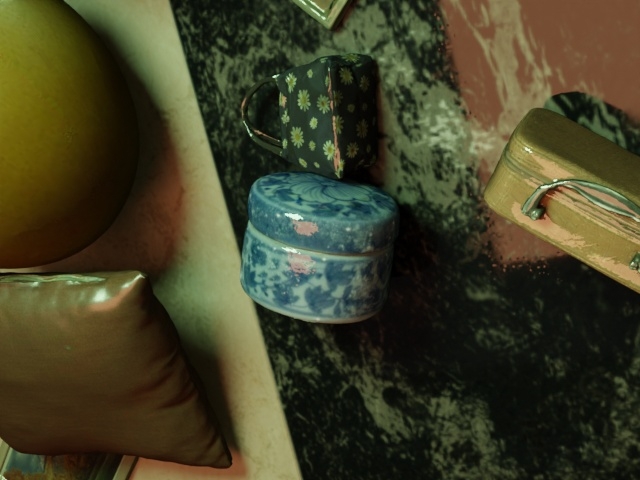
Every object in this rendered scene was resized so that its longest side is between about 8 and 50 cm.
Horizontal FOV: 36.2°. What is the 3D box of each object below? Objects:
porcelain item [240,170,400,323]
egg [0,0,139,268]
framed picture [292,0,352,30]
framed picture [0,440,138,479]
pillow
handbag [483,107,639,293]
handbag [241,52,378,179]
[{"bbox_3d":[0.000,0.000,0.935,0.147,0.147,0.114,16,110,21],"label":"porcelain item"},{"bbox_3d":[-0.344,-0.130,0.977,0.351,0.282,0.282,44,120,-10],"label":"egg"},{"bbox_3d":[0.004,-0.365,0.893,0.209,0.019,0.281,41,119,9],"label":"framed picture"},{"bbox_3d":[-0.322,0.267,1.250,0.184,0.016,0.250,34,117,12],"label":"framed picture"},{"bbox_3d":[-0.271,0.144,1.080,0.308,0.108,0.305,-2,132,21],"label":"pillow"},{"bbox_3d":[0.234,-0.032,0.809,0.193,0.151,0.072,33,119,15],"label":"handbag"},{"bbox_3d":[-0.021,-0.121,0.952,0.139,0.072,0.115,5,109,29],"label":"handbag"}]
